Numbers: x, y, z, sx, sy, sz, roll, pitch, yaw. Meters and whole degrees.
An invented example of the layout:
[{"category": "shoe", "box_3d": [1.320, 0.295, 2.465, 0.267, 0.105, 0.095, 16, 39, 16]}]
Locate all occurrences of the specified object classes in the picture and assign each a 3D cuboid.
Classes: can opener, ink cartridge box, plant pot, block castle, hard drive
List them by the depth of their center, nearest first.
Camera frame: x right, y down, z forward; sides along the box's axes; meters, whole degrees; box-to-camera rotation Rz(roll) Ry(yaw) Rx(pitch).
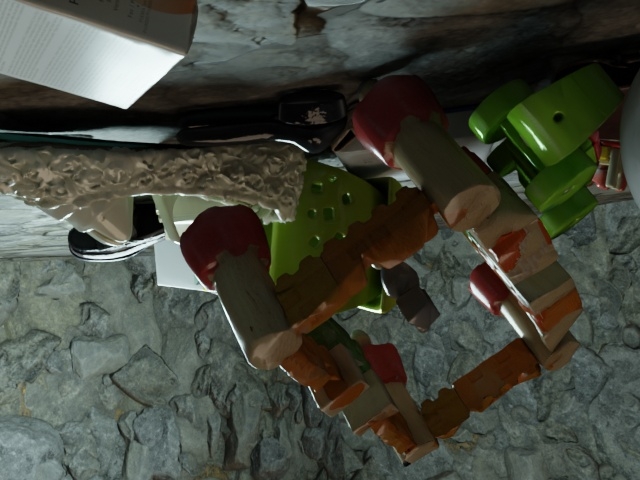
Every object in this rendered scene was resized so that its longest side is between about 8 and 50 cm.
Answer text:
[{"category": "ink cartridge box", "box_3d": [-0.189, -0.145, 0.503, 0.179, 0.045, 0.145, 16, 166, -27]}, {"category": "can opener", "box_3d": [-0.062, -0.127, 0.827, 0.186, 0.073, 0.059, -4, -145, 7]}, {"category": "block castle", "box_3d": [0.089, 0.047, 0.870, 0.303, 0.212, 0.453, -37, 140, 7]}, {"category": "hard drive", "box_3d": [0.138, -0.130, 1.115, 0.210, 0.040, 0.319, -7, 176, 8]}, {"category": "plant pot", "box_3d": [0.000, 0.000, 1.151, 0.207, 0.228, 0.227, 3, 180, -18]}, {"category": "ink cartridge box", "box_3d": [-0.170, 0.024, 1.578, 0.278, 0.117, 0.201, 6, -162, 15]}]

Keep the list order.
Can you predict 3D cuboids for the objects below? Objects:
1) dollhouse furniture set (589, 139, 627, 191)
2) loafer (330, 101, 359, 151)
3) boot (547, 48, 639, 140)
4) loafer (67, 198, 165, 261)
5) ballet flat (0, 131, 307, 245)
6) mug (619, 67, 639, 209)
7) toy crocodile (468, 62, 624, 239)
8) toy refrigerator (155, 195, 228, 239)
[{"category": "dollhouse furniture set", "box_3d": [0.585, -0.141, 1.227, 0.374, 0.152, 0.201, 11, -174, 29]}, {"category": "loafer", "box_3d": [0.045, -0.134, 0.902, 0.045, 0.039, 0.125, -4, 176, -27]}, {"category": "boot", "box_3d": [0.359, -0.147, 0.812, 0.249, 0.090, 0.207, -2, 179, 12]}, {"category": "loafer", "box_3d": [-0.326, -0.040, 1.441, 0.303, 0.109, 0.095, -12, 158, -8]}, {"category": "ballet flat", "box_3d": [-0.186, -0.058, 0.872, 0.409, 0.146, 0.147, -4, 176, -33]}, {"category": "mug", "box_3d": [0.410, -0.108, 0.510, 0.374, 0.276, 0.328, -37, -168, -18]}, {"category": "toy crocodile", "box_3d": [0.233, -0.086, 0.772, 0.105, 0.115, 0.340, -38, 161, 9]}, {"category": "toy refrigerator", "box_3d": [-0.192, -0.063, 1.120, 0.094, 0.102, 0.269, -5, 177, -12]}]
